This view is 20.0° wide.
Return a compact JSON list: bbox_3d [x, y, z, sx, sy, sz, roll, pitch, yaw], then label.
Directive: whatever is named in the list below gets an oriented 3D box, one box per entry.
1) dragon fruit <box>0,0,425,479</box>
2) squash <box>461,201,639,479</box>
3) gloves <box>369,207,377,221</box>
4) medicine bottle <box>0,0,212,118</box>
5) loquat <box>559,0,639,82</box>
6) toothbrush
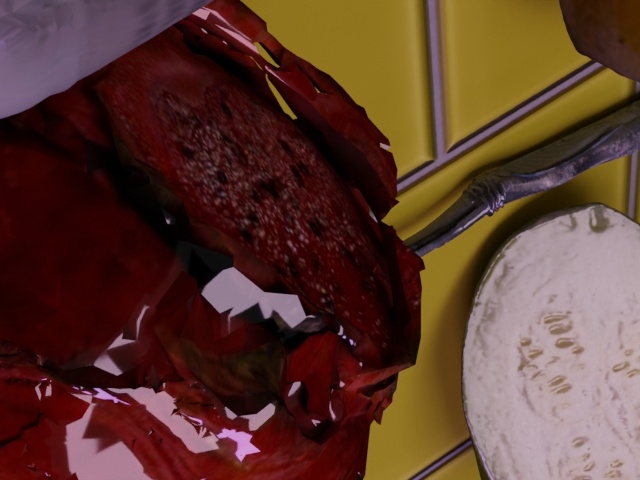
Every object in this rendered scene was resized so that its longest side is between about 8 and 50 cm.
[{"bbox_3d":[-0.105,0.042,0.781,0.295,0.295,0.302,-4,131,-44],"label":"dragon fruit"},{"bbox_3d":[0.195,0.120,1.273,0.189,0.189,0.260,-35,150,-13],"label":"squash"},{"bbox_3d":[0.001,-0.001,1.067,0.081,0.044,0.037,-30,173,-30],"label":"gloves"},{"bbox_3d":[-0.052,-0.217,0.587,0.325,0.256,0.256,-33,145,-14],"label":"medicine bottle"},{"bbox_3d":[0.234,-0.179,1.004,0.227,0.179,0.179,-54,145,12],"label":"loquat"},{"bbox_3d":[0.149,-0.047,1.178,0.413,0.035,0.042,-25,139,-26],"label":"toothbrush"}]
